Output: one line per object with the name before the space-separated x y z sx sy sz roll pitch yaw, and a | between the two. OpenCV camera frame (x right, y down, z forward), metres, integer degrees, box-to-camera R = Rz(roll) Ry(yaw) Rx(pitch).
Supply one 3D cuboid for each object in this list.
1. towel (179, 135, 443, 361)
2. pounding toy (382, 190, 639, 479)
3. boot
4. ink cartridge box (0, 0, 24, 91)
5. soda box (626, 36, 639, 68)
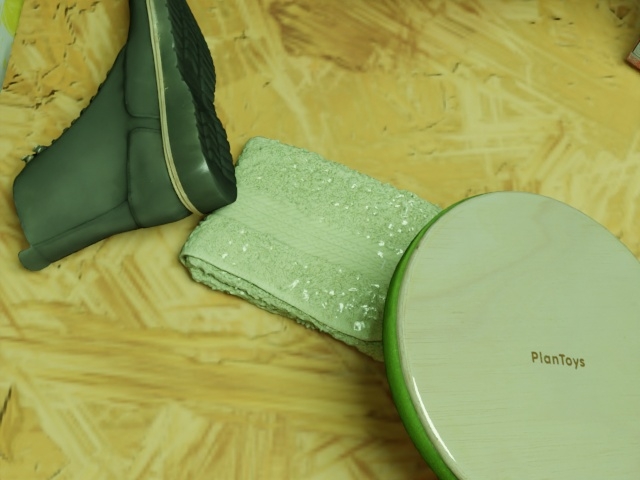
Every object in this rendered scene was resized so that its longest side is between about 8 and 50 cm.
towel | 0.000 0.000 0.751 0.148 0.027 0.110 23 67 14
pounding toy | 0.116 0.091 0.674 0.237 0.110 0.183 34 56 -13
boot | -0.137 -0.085 0.783 0.137 0.077 0.198 -21 51 12
ink cartridge box | -0.327 -0.155 0.710 0.279 0.160 0.385 11 78 0
soda box | 0.242 -0.150 0.718 0.058 0.183 0.063 38 72 8
